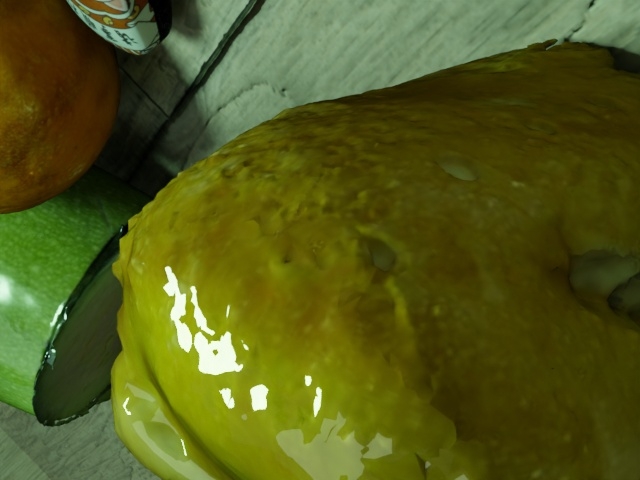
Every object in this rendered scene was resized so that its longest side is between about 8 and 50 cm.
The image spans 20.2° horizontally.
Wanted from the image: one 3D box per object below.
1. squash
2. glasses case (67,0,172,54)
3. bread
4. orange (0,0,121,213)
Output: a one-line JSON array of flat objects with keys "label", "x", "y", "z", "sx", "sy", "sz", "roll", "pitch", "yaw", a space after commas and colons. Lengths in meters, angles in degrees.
[{"label": "squash", "x": -0.351, "y": -0.002, "z": 1.793, "sx": 0.384, "sy": 0.263, "sz": 0.263, "roll": 28, "pitch": 156, "yaw": 16}, {"label": "glasses case", "x": -0.172, "y": -0.240, "z": 1.368, "sx": 0.103, "sy": 0.067, "sz": 0.266, "roll": 38, "pitch": 158, "yaw": 25}, {"label": "bread", "x": 0.093, "y": 0.042, "z": 0.959, "sx": 0.361, "sy": 0.394, "sz": 0.250, "roll": 23, "pitch": 114, "yaw": 35}, {"label": "orange", "x": -0.311, "y": -0.150, "z": 1.567, "sx": 0.284, "sy": 0.226, "sz": 0.284, "roll": 34, "pitch": 162, "yaw": 13}]
